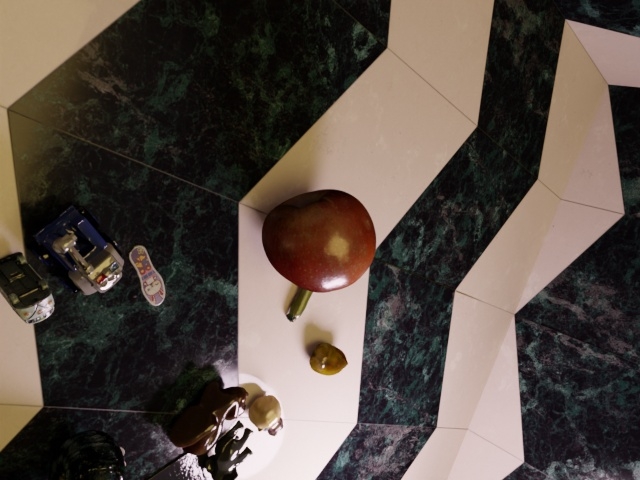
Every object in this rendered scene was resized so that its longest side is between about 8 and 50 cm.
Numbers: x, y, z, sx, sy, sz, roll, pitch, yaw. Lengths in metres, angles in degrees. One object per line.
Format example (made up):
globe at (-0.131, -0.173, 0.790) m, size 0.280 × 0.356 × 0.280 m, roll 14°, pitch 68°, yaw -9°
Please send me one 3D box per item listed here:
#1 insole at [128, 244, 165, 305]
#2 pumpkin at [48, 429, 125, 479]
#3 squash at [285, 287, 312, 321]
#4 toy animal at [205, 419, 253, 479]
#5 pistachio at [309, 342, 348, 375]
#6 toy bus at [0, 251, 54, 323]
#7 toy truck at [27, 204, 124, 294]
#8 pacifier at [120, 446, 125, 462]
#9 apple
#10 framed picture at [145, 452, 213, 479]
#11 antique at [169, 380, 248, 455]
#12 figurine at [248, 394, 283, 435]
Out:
insole at (-0.465, 0.096, 1.613) m, size 0.065 × 0.004 × 0.197 m, roll -34°, pitch 127°, yaw -30°
pumpkin at (-0.594, 0.610, 1.532) m, size 0.163 × 0.233 × 0.232 m, roll 6°, pitch 101°, yaw -40°
squash at (-0.060, 0.192, 2.013) m, size 0.052 × 0.052 × 0.183 m, roll 31°, pitch 82°, yaw -46°
toy animal at (-0.298, 0.692, 1.934) m, size 0.146 × 0.115 × 0.244 m, roll -47°, pitch 147°, yaw -45°
pistachio at (0.020, 0.433, 2.158) m, size 0.110 × 0.100 × 0.189 m, roll -49°, pitch 147°, yaw 12°
toy bus at (-0.652, 0.108, 1.306) m, size 0.087 × 0.194 × 0.089 m, roll -31°, pitch 138°, yaw -33°
toy truck at (-0.546, 0.033, 1.386) m, size 0.161 × 0.177 × 0.213 m, roll -47°, pitch 132°, yaw -22°
pacifier at (-0.581, 0.625, 1.660) m, size 0.082 × 0.078 × 0.099 m, roll -10°, pitch 114°, yaw -28°
apple at (0.000, 0.000, 1.785) m, size 0.349 × 0.349 × 0.276 m, roll -27°, pitch 112°, yaw -34°
framed picture at (-0.483, 0.822, 1.880) m, size 0.339 × 0.014 × 0.255 m, roll -28°, pitch 123°, yaw -35°
antique at (-0.331, 0.550, 1.845) m, size 0.257 × 0.121 × 0.143 m, roll -48°, pitch 141°, yaw -19°
figurine at (-0.176, 0.604, 2.046) m, size 0.114 × 0.108 × 0.196 m, roll -38°, pitch 148°, yaw -15°
